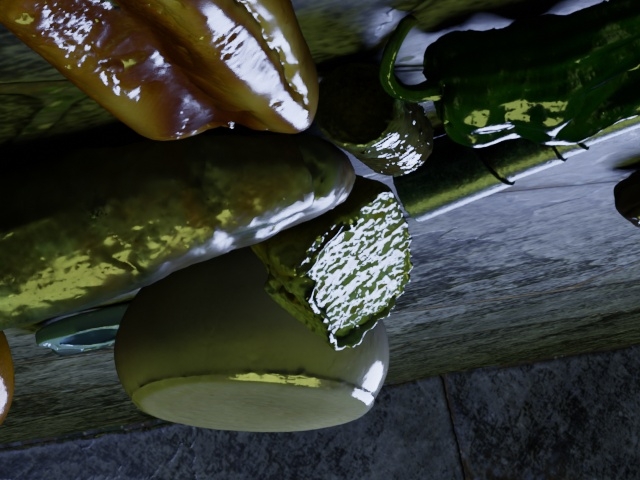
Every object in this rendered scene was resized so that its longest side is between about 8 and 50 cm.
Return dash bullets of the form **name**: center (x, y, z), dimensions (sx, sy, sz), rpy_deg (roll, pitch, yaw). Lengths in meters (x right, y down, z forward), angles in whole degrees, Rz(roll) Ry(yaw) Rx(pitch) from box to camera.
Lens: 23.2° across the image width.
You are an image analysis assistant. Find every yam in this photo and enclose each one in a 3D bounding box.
- **yam**: center (0.033, -0.069, 0.906), dimensions (0.054, 0.054, 0.132), rpy_deg (-14, 171, 11)

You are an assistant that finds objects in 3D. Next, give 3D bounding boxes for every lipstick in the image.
- **lipstick**: center (0.163, -0.071, 1.050), dimensions (0.234, 0.053, 0.053), rpy_deg (-18, 168, 24)

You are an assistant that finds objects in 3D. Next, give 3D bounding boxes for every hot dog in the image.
- **hot dog**: center (-0.060, -0.093, 0.624), dimensions (0.100, 0.068, 0.249), rpy_deg (-3, 169, 10)

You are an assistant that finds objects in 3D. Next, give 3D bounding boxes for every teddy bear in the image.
- **teddy bear**: center (0.333, -0.032, 1.379), dimensions (0.160, 0.078, 0.119), rpy_deg (-8, 173, -24)

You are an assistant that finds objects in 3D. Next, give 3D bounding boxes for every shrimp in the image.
- **shrimp**: center (-0.195, 0.006, 0.973), dimensions (0.446, 0.110, 0.221), rpy_deg (-14, 179, -7)

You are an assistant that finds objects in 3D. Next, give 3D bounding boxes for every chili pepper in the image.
- **chili pepper**: center (0.160, -0.101, 0.839), dimensions (0.257, 0.074, 0.100), rpy_deg (-16, 167, 1)

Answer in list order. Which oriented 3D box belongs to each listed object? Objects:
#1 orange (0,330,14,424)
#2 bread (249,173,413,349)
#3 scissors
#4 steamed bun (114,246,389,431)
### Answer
- **orange**: center (-0.314, 0.103, 1.212), dimensions (0.155, 0.154, 0.134), rpy_deg (-12, -156, 3)
- **bread**: center (-0.002, -0.004, 1.107), dimensions (0.103, 0.110, 0.156), rpy_deg (-36, 151, -16)
- **scissors**: center (-0.127, 0.059, 1.500), dimensions (0.191, 0.029, 0.360), rpy_deg (-2, 166, -39)
- **steamed bun**: center (-0.057, 0.073, 1.321), dimensions (0.232, 0.145, 0.232), rpy_deg (1, 161, 0)
